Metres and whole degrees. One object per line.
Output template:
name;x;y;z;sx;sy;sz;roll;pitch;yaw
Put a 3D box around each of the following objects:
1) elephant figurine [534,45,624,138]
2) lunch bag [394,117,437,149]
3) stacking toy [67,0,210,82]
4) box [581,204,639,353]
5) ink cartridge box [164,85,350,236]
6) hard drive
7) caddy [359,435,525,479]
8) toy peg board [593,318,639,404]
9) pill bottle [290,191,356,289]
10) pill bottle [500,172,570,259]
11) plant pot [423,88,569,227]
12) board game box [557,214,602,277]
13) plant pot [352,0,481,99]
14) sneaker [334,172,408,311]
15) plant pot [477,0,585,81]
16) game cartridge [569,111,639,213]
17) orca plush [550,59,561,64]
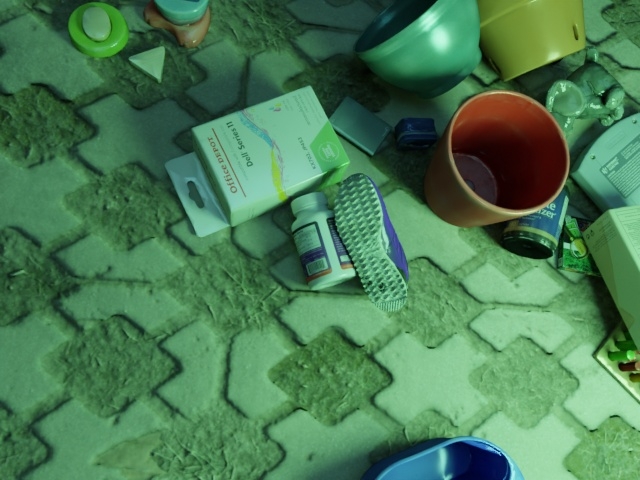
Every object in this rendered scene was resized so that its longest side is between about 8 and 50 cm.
elephant figurine;0.601;-0.325;1.370;0.239;0.169;0.186;-20;50;1
lunch bag;0.230;-0.248;1.319;0.098;0.067;0.065;-2;76;-12
stacking toy;-0.417;-0.537;1.249;0.309;0.130;0.279;24;72;-3
box;0.730;0.082;1.229;0.148;0.121;0.311;-7;64;-11
ink cartridge box;-0.142;-0.170;1.206;0.353;0.119;0.207;-25;81;-15
hard drive;0.092;-0.271;1.324;0.135;0.022;0.094;35;72;0
caddy;0.228;0.516;1.061;0.341;0.179;0.241;-17;80;-14
toy peg board;0.747;0.265;1.270;0.161;0.079;0.160;-43;86;-17
pill bottle;0.000;0.000;1.192;0.108;0.108;0.193;-14;79;-13
pill bottle;0.506;-0.076;1.294;0.122;0.123;0.219;22;73;-4
plant pot;0.360;-0.152;1.225;0.275;0.243;0.275;2;75;-9
board game box;0.703;0.028;1.351;0.259;0.030;0.136;11;76;-7
plant pot;0.249;-0.456;1.289;0.196;0.293;0.293;47;71;-24
sneaker;0.117;-0.004;1.196;0.102;0.146;0.293;-15;97;21
plant pot;0.508;-0.519;1.345;0.291;0.291;0.203;-25;97;-15
game cartridge;0.775;-0.196;1.409;0.294;0.060;0.196;-37;88;-17
orca plush;0.657;-0.609;1.470;0.151;0.102;0.287;33;72;0
